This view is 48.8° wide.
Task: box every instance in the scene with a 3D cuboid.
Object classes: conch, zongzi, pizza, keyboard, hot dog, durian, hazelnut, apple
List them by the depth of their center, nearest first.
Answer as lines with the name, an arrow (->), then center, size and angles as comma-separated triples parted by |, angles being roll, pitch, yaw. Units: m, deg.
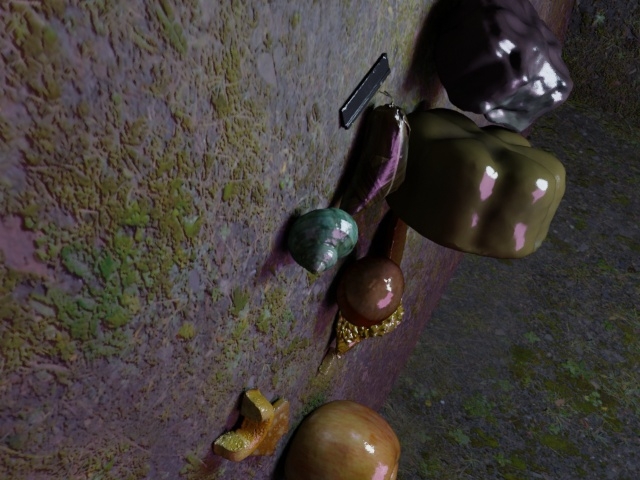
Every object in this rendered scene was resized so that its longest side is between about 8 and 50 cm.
keyboard -> 0.096, -0.322, 1.513 | 0.196, 0.018, 0.060 | -55, 152, -26
conch -> 0.003, 0.001, 1.517 | 0.176, 0.122, 0.188 | -48, 170, 36
zongzi -> 0.111, -0.177, 1.609 | 0.241, 0.111, 0.248 | -43, 147, -34
pizza -> -0.133, 0.517, 1.931 | 0.181, 0.034, 0.262 | -59, 160, -15
hazelnut -> 0.133, 0.141, 1.957 | 0.214, 0.176, 0.214 | -48, -175, 6
durian -> 0.133, 0.202, 2.157 | 0.305, 0.185, 0.196 | -38, 126, -38
hot dog -> 0.025, 0.373, 2.173 | 0.090, 0.030, 0.034 | -61, 162, -8
apple -> 0.079, 0.710, 2.267 | 0.391, 0.346, 0.392 | -52, 153, -41

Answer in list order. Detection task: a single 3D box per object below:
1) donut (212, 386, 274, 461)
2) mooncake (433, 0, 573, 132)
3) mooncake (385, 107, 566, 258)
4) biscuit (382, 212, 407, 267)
donut -> -0.173, 0.446, 1.678 | 0.181, 0.078, 0.146 | -59, 158, -13
mooncake -> 0.462, -0.467, 1.785 | 0.381, 0.351, 0.212 | -14, 166, -47
mooncake -> 0.401, -0.160, 1.842 | 0.467, 0.466, 0.262 | -32, 143, -57
biscuit -> 0.228, 0.016, 2.181 | 0.262, 0.037, 0.262 | 11, 90, -75
